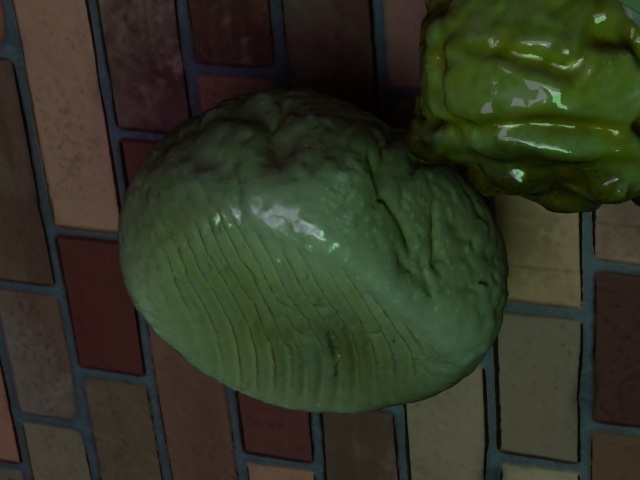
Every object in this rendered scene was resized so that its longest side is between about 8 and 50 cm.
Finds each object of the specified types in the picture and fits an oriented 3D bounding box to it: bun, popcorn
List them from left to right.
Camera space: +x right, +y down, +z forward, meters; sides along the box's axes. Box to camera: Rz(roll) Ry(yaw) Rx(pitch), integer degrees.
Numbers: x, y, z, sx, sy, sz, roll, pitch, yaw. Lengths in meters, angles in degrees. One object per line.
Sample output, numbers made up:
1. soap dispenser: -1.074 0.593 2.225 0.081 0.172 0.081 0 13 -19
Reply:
1. bun: 0.000 0.000 1.312 0.352 0.227 0.349 5 144 14
2. popcorn: 0.199 -0.144 1.146 0.293 0.293 0.237 5 82 20

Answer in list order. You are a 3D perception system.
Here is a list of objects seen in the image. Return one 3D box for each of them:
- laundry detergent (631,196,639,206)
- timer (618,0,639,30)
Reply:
1. laundry detergent: 0.365 -0.087 1.214 0.226 0.070 0.099 -24 115 33
2. timer: 0.270 -0.205 0.887 0.291 0.290 0.315 13 154 16
